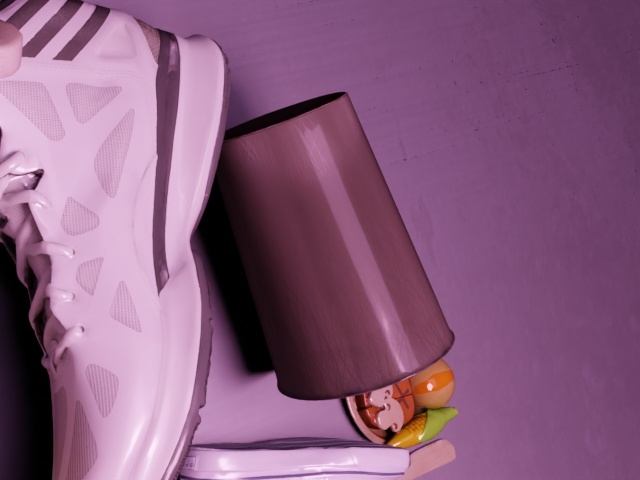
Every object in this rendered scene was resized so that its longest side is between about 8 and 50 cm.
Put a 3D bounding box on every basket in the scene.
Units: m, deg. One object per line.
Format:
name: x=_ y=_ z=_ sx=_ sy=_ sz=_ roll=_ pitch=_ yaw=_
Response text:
basket: x=0.000 y=0.000 z=1.230 sx=0.154 sy=0.204 sz=0.226 roll=-23 pitch=100 yaw=-16

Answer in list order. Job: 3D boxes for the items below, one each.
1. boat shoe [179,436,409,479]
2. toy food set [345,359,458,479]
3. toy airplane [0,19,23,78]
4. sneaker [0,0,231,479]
boat shoe: x=-0.024 y=0.214 z=1.257 sx=0.226 sy=0.083 sz=0.075 roll=4 pitch=88 yaw=-29
toy food set: x=0.077 y=0.136 z=1.381 sx=0.132 sy=0.039 sz=0.192 roll=-19 pitch=92 yaw=-42
toy airplane: x=-0.408 y=-0.094 z=0.852 sx=0.386 sy=0.272 sz=0.384 roll=23 pitch=39 yaw=-7
sneaker: x=-0.223 y=0.005 z=1.095 sx=0.258 sy=0.169 sz=0.447 roll=18 pitch=59 yaw=-28
